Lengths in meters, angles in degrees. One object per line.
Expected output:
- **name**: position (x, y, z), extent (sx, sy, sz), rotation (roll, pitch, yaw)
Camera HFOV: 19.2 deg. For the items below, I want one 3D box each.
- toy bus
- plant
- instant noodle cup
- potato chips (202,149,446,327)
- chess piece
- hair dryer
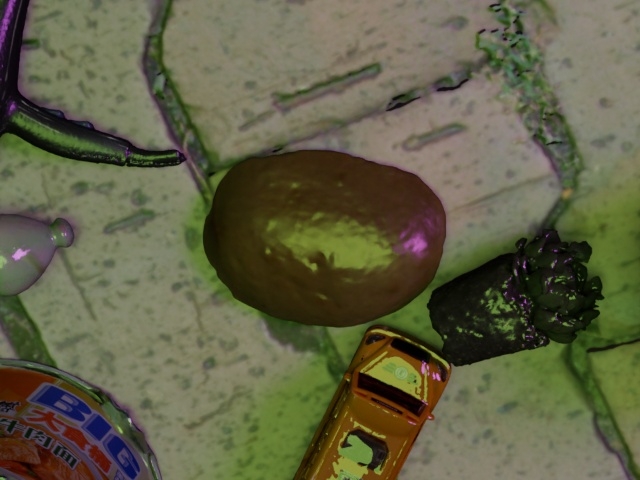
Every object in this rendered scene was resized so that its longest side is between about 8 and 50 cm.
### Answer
- **toy bus**: position (0.036, 0.172, 1.586), extent (0.083, 0.088, 0.194), rotation (25, 102, 0)
- **plant**: position (0.161, 0.048, 1.557), extent (0.143, 0.092, 0.094), rotation (-19, 91, 14)
- **instant noodle cup**: position (-0.282, 0.264, 1.565), extent (0.296, 0.214, 0.296), rotation (1, 101, 4)
- **potato chips**: position (0.000, 0.000, 1.578), extent (0.202, 0.049, 0.150), rotation (13, 96, 8)
- **chess piece**: position (-0.334, 0.040, 1.585), extent (0.272, 0.139, 0.139), rotation (-20, 99, -4)
- **hair dryer**: position (-0.210, -0.117, 1.575), extent (0.219, 0.075, 0.195), rotation (20, 93, -10)
